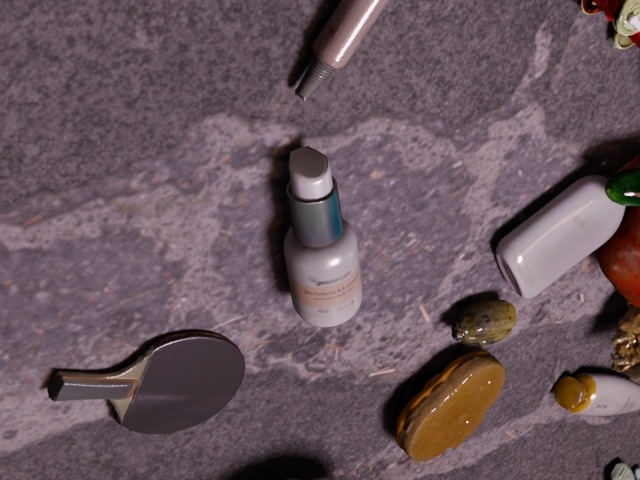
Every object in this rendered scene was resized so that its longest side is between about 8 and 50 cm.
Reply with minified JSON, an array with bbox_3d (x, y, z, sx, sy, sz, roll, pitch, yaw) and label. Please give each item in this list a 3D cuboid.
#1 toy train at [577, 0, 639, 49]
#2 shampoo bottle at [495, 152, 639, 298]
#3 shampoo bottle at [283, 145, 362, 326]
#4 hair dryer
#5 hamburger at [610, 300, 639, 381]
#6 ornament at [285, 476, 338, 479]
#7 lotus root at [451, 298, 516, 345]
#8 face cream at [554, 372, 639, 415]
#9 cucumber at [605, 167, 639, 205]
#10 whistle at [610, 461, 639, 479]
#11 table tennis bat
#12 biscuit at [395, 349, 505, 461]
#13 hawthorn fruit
[{"bbox_3d":[0.337,-0.255,1.047,0.204,0.083,0.131,27,104,-48],"label":"toy train"},{"bbox_3d":[0.311,-0.024,1.249,0.221,0.051,0.108,-37,134,-5],"label":"shampoo bottle"},{"bbox_3d":[0.000,0.000,1.014,0.074,0.074,0.192,-25,136,-19],"label":"shampoo bottle"},{"bbox_3d":[0.063,-0.210,0.898,0.195,0.054,0.220,0,125,-38],"label":"hair dryer"},{"bbox_3d":[0.537,0.127,1.416,0.286,0.243,0.146,-8,133,-12],"label":"hamburger"},{"bbox_3d":[-0.014,0.408,1.222,0.225,0.259,0.259,-1,126,-45],"label":"ornament"},{"bbox_3d":[0.195,0.100,1.270,0.099,0.049,0.054,-12,139,-31],"label":"lotus root"},{"bbox_3d":[0.417,0.230,1.552,0.182,0.051,0.072,12,121,-42],"label":"face cream"},{"bbox_3d":[0.454,-0.063,1.236,0.284,0.056,0.056,0,125,-23],"label":"cucumber"},{"bbox_3d":[0.545,0.460,1.837,0.114,0.077,0.236,-50,139,-20],"label":"whistle"},{"bbox_3d":[-0.169,0.145,1.053,0.220,0.019,0.130,6,119,-43],"label":"table tennis bat"},{"bbox_3d":[0.164,0.211,1.347,0.170,0.050,0.170,-28,144,-23],"label":"biscuit"},{"bbox_3d":[0.447,0.027,1.291,0.157,0.194,0.157,-26,136,-27],"label":"hawthorn fruit"}]
